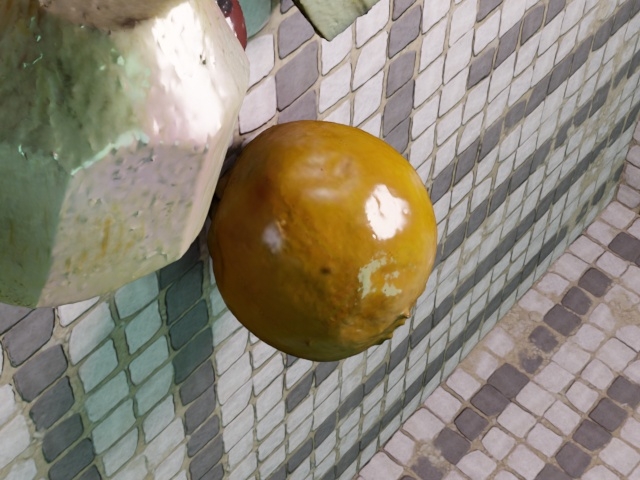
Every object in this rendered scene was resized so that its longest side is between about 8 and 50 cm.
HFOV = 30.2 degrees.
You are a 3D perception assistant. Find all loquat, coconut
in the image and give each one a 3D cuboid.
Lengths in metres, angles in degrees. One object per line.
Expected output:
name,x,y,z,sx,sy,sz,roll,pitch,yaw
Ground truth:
loquat,0.000,0.000,1.592,0.328,0.328,0.328,-43,153,-28
coconut,-0.239,-0.106,1.003,0.352,0.353,0.352,-43,153,-28

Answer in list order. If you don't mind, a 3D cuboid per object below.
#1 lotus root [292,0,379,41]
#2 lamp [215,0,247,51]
lotus root,0.031,-0.403,1.369,0.267,0.149,0.260,-40,153,7
lamp,-0.155,-0.214,1.271,0.135,0.156,0.157,9,80,-24
